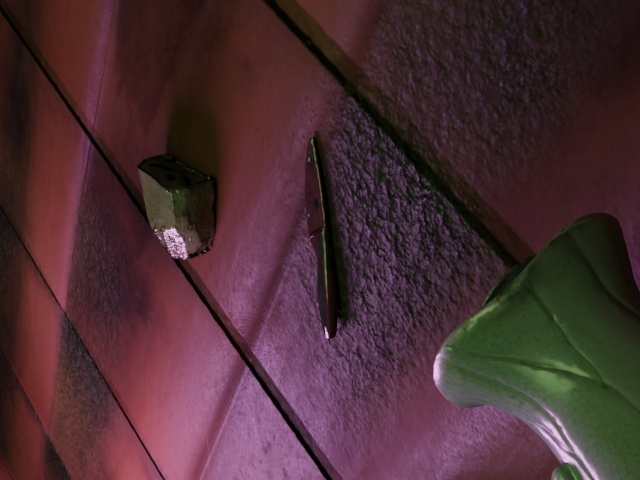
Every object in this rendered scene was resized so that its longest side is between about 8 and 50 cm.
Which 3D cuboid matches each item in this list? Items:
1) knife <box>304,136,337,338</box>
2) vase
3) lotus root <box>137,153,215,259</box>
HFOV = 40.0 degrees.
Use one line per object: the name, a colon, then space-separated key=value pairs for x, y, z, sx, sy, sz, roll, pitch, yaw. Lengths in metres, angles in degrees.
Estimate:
knife: x=0.000 y=0.000 z=1.038 sx=0.035 sy=0.018 sz=0.247 roll=15 pitch=114 yaw=53
vase: x=0.275 y=0.181 z=0.566 sx=0.445 sy=0.250 sz=0.250 roll=48 pitch=139 yaw=30
lotus root: x=-0.209 y=-0.039 z=1.248 sx=0.143 sy=0.070 sz=0.144 roll=18 pitch=120 yaw=49
